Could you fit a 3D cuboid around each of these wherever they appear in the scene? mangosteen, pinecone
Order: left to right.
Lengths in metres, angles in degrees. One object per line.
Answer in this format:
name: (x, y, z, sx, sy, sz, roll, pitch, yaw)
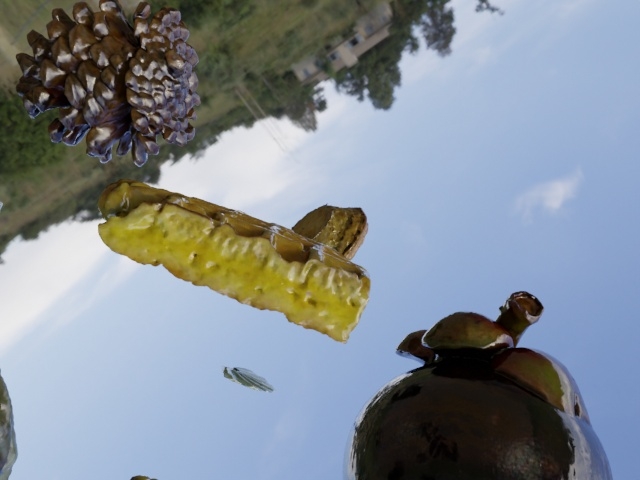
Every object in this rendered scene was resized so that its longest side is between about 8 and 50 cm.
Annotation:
pinecone: (-0.226, -0.171, 0.717, 0.195, 0.179, 0.150, -1, 178, -17)
mangosteen: (0.217, 0.294, 0.955, 0.382, 0.382, 0.434, -15, -111, 44)

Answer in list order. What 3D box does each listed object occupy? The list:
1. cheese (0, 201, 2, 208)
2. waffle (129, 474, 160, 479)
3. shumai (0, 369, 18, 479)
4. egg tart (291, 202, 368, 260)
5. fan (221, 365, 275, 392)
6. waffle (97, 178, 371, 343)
cheese: (-0.669, 0.008, 1.268, 0.127, 0.050, 0.235, -54, -159, 34)
waffle: (-0.162, 0.320, 0.471, 0.329, 0.062, 0.329, -163, -90, -86)
shumai: (-0.446, 0.235, 0.762, 0.256, 0.218, 0.189, 9, -132, 15)
egg tart: (0.000, 0.000, 1.115, 0.191, 0.074, 0.191, -36, -156, 19)
fan: (-0.161, 0.305, 1.457, 0.009, 0.131, 0.240, -62, 171, -4)
waffle: (-0.070, 0.005, 0.576, 0.219, 0.229, 0.057, -53, 165, -86)
